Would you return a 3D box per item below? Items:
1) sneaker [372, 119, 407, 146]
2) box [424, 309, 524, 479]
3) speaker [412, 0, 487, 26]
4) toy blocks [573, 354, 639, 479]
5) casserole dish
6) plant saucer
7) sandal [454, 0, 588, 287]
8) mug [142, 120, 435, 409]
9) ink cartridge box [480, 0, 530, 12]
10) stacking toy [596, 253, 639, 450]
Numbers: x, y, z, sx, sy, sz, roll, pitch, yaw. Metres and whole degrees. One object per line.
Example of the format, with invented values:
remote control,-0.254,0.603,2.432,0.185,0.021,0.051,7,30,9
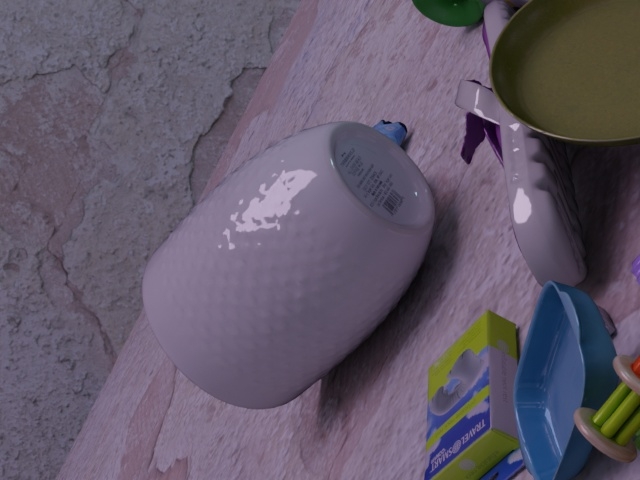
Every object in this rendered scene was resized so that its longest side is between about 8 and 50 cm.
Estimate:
sneaker,0.090,-0.148,1.767,0.073,0.063,0.162,-48,17,-17
box,0.145,0.164,1.094,0.109,0.042,0.178,-51,19,35
speaker,0.231,-0.469,1.701,0.131,0.131,0.296,-27,38,63
toy blocks,0.255,0.104,0.768,0.148,0.054,0.123,-56,48,21
casserole dish,0.194,0.116,0.909,0.114,0.037,0.188,-101,12,-45
plant saucer,0.274,-0.164,1.035,0.241,0.037,0.241,-13,46,13
sandal,0.184,-0.112,1.162,0.102,0.169,0.416,-20,35,18
mug,0.000,0.000,1.476,0.328,0.276,0.374,-43,-6,35
ink cartridge box,0.297,-0.347,1.296,0.226,0.131,0.306,-60,15,9
stacking toy,0.270,0.045,0.885,0.167,0.052,0.221,-56,18,22
